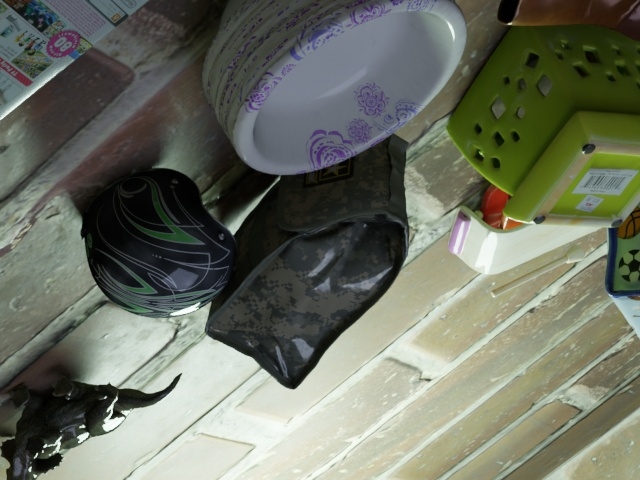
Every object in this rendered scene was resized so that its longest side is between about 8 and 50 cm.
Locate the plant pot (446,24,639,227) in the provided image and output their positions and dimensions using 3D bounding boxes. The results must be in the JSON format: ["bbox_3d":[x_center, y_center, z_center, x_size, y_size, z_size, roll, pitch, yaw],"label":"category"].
[{"bbox_3d":[0.338,-0.146,1.948,0.228,0.207,0.227,3,138,-31],"label":"plant pot"}]

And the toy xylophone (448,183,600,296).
[{"bbox_3d":[0.348,-0.028,2.320,0.322,0.081,0.236,-18,149,-27],"label":"toy xylophone"}]

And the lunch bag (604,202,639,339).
[{"bbox_3d":[0.553,-0.062,2.184,0.239,0.385,0.328,-6,158,18],"label":"lunch bag"}]

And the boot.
[{"bbox_3d":[0.364,-0.366,1.741,0.280,0.096,0.264,6,124,-23],"label":"boot"}]

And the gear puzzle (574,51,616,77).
[{"bbox_3d":[0.467,-0.312,2.025,0.339,0.044,0.175,-38,152,10],"label":"gear puzzle"}]

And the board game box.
[{"bbox_3d":[-0.277,-0.246,1.303,0.303,0.097,0.224,-37,151,6],"label":"board game box"}]

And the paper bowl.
[{"bbox_3d":[0.004,-0.212,1.584,0.284,0.148,0.284,-25,155,-13],"label":"paper bowl"}]

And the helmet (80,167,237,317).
[{"bbox_3d":[-0.190,0.014,1.739,0.169,0.161,0.169,-25,152,-15],"label":"helmet"}]

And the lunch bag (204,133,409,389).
[{"bbox_3d":[0.000,0.000,1.817,0.169,0.235,0.287,35,115,-16],"label":"lunch bag"}]

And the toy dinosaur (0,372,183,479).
[{"bbox_3d":[-0.342,0.244,2.043,0.313,0.121,0.160,-34,165,-7],"label":"toy dinosaur"}]
